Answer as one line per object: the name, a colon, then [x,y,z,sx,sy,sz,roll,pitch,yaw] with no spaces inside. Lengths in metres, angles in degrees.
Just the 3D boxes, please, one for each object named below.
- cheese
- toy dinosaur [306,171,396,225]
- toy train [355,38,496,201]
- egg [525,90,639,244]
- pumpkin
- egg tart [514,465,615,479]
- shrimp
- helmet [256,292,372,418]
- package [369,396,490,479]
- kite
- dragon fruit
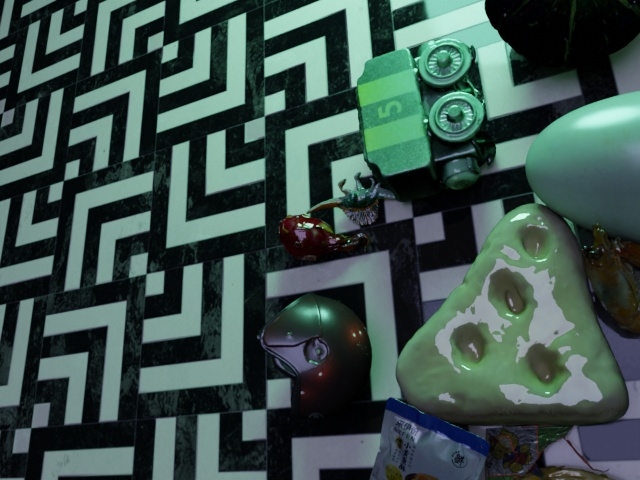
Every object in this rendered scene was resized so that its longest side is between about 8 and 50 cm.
cheese: [0.270,0.131,0.909,0.328,0.129,0.351,-18,65,22]
toy dinosaur: [0.074,-0.075,1.137,0.187,0.044,0.106,-38,76,-1]
toy train: [0.188,-0.227,1.050,0.238,0.167,0.299,-14,66,18]
egg: [0.490,-0.105,0.817,0.370,0.230,0.230,9,77,28]
pumpkin: [0.435,-0.448,0.987,0.295,0.296,0.296,-9,69,24]
egg tart: [0.341,0.446,0.759,0.290,0.107,0.291,-24,33,16]
shrimp: [0.450,0.049,0.822,0.115,0.217,0.051,-44,20,-1]
helmet: [-0.006,0.200,0.992,0.193,0.189,0.216,2,66,4]
package: [0.163,0.350,0.881,0.171,0.027,0.173,18,108,31]
kite: [0.319,0.340,0.816,0.198,0.006,0.244,-37,27,-7]
dragon fruit: [0.000,0.000,1.125,0.190,0.094,0.094,12,78,18]
